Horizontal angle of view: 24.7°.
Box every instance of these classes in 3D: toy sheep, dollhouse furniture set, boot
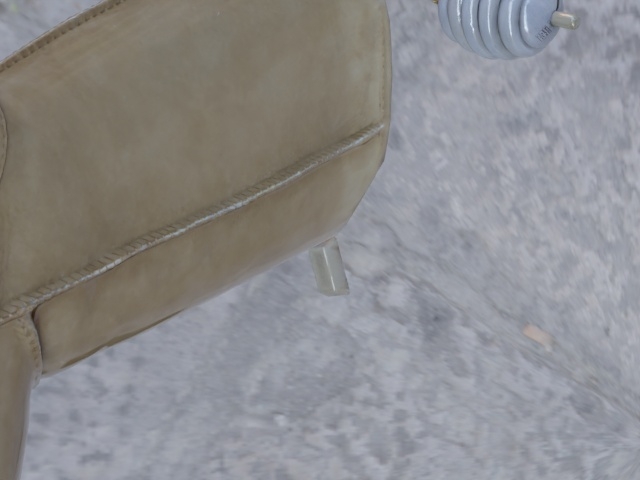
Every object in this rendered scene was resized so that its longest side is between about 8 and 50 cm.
[{"bbox_3d":[0.137,-0.176,1.084,0.132,0.091,0.091,20,87,46],"label":"toy sheep"},{"bbox_3d":[0.000,0.000,1.570,0.091,0.081,0.114,-7,103,36],"label":"dollhouse furniture set"},{"bbox_3d":[-0.071,0.026,0.520,0.089,0.269,0.236,20,121,29],"label":"boot"}]
